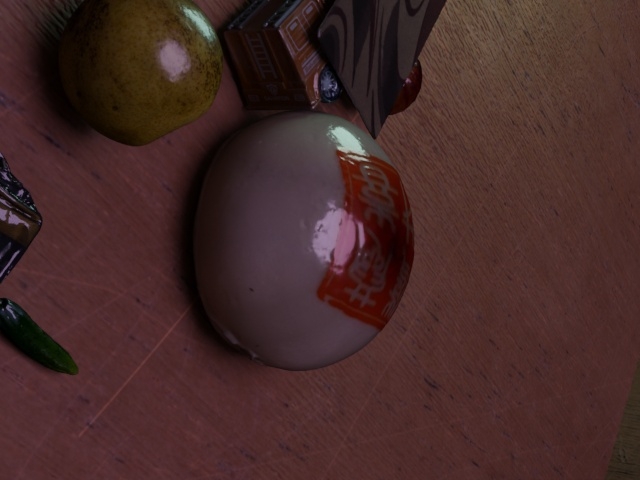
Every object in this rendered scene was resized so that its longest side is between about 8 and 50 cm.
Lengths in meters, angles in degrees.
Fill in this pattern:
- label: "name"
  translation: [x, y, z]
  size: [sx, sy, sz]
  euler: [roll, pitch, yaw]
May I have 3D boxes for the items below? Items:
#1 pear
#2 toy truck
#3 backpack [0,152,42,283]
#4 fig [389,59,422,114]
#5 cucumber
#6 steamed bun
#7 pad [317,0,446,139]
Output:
- label: "pear"
  translation: [-0.217, -0.219, 1.397]
  size: [0.197, 0.197, 0.197]
  euler: [-7, 99, -53]
- label: "toy truck"
  translation: [-0.006, -0.325, 1.716]
  size: [0.305, 0.136, 0.162]
  euler: [-53, 133, -36]
- label: "backpack"
  translation: [-0.426, -0.052, 1.187]
  size: [0.258, 0.133, 0.206]
  euler: [48, 64, -37]
- label: "fig"
  translation: [0.106, -0.248, 1.885]
  size: [0.150, 0.128, 0.128]
  euler: [55, 51, -40]
- label: "cucumber"
  translation: [-0.340, 0.112, 1.383]
  size: [0.168, 0.039, 0.039]
  euler: [54, 52, -44]
- label: "steamed bun"
  translation: [0.000, 0.000, 1.673]
  size: [0.374, 0.241, 0.375]
  euler: [0, 90, -55]
- label: "pad"
  translation: [0.103, -0.340, 1.743]
  size: [0.220, 0.004, 0.330]
  euler: [56, 51, -44]
